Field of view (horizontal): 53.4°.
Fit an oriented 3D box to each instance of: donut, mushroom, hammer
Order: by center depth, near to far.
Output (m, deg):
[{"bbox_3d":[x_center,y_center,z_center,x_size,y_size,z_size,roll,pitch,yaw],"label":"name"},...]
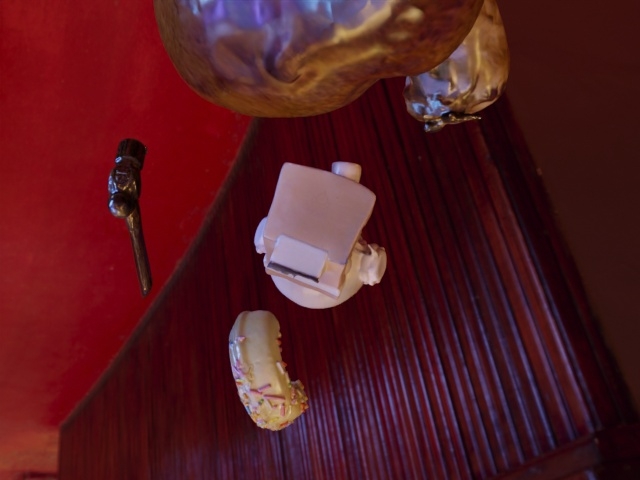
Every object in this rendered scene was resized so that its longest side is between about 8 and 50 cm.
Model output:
[{"bbox_3d":[0.010,-0.199,0.422,0.267,0.267,0.254,-16,170,9],"label":"mushroom"},{"bbox_3d":[-0.143,-0.003,0.503,0.021,0.065,0.178,3,148,-6],"label":"hammer"},{"bbox_3d":[-0.069,0.172,0.833,0.065,0.166,0.108,-19,-179,8],"label":"donut"}]

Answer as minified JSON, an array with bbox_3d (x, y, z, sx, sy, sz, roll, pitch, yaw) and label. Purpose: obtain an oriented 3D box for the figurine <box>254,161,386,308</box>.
[{"bbox_3d":[-0.001,0.004,0.749,0.162,0.141,0.237,16,164,10],"label":"figurine"}]
